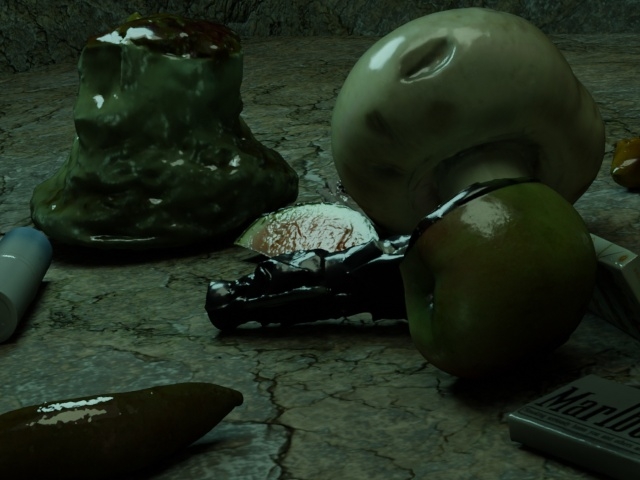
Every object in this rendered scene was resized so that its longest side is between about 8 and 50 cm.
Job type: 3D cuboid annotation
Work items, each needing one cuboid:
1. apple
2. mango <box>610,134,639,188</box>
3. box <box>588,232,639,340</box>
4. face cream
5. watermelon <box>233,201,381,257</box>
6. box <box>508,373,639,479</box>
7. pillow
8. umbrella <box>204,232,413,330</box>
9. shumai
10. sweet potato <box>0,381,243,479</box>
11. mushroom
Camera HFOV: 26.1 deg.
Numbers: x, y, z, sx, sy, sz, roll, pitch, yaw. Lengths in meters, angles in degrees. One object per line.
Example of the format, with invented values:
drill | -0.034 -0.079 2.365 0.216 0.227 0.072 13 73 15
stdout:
apple | 0.183 0.038 1.373 0.188 0.207 0.174 -6 22 -25
mango | 0.464 -0.111 2.023 0.077 0.063 0.127 8 26 26
box | 0.300 0.042 1.468 0.032 0.122 0.220 -36 21 -7
face cream | -0.396 0.053 1.743 0.077 0.077 0.250 -6 18 1
watermelon | 0.000 0.006 1.816 0.245 0.063 0.119 14 43 37
box | 0.265 0.167 1.198 0.115 0.036 0.177 -17 20 -34
pillow | 0.067 -0.056 2.003 0.135 0.049 0.248 -3 19 -4
umbrella | 0.039 0.055 1.552 0.357 0.113 0.106 -10 28 13
shumai | -0.238 -0.165 2.004 0.397 0.323 0.324 -6 18 -4
sweet potato | -0.234 0.187 1.255 0.346 0.079 0.108 -10 -12 -9
mushroom | 0.206 -0.125 1.734 0.325 0.353 0.353 -31 27 -27
